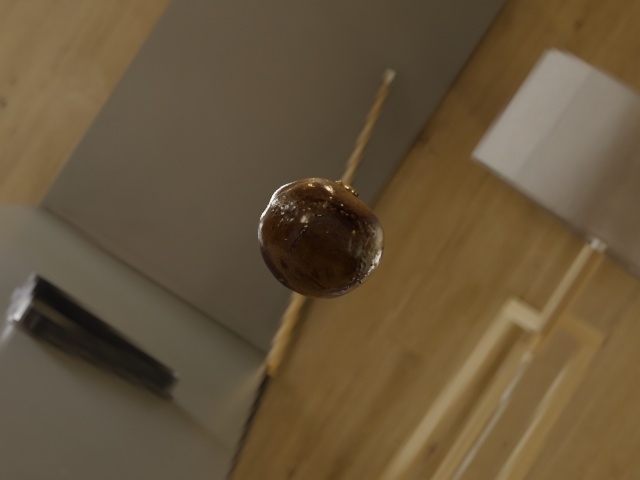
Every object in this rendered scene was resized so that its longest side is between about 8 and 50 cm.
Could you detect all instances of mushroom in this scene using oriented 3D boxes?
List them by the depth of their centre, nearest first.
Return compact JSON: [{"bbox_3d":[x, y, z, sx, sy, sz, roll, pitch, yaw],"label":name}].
[{"bbox_3d":[0.000,0.000,1.393,0.127,0.127,0.087,33,12,-5],"label":"mushroom"}]
